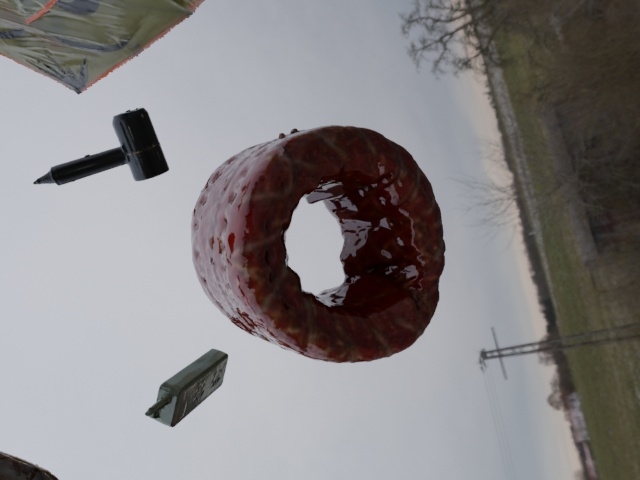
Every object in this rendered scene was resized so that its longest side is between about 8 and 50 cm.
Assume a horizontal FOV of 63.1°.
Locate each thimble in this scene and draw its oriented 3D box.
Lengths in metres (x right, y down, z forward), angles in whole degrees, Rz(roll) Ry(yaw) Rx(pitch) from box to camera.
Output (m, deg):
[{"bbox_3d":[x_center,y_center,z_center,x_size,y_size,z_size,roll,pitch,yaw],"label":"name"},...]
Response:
[{"bbox_3d":[0.000,0.000,0.758,0.350,0.230,0.350,0,-91,-33],"label":"thimble"}]

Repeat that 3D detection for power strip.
[{"bbox_3d":[-0.293,0.328,1.154,0.288,0.053,0.093,-28,-45,-72],"label":"power strip"}]

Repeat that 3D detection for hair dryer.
[{"bbox_3d":[-0.615,-0.229,1.424,0.107,0.352,0.189,-135,28,-68],"label":"hair dryer"}]

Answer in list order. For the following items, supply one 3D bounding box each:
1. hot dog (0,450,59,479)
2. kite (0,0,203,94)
[{"bbox_3d":[-0.486,0.413,0.806,0.268,0.075,0.144,41,-107,-13],"label":"hot dog"},{"bbox_3d":[-0.230,-0.190,0.337,0.327,0.377,0.013,83,-165,-73],"label":"kite"}]
